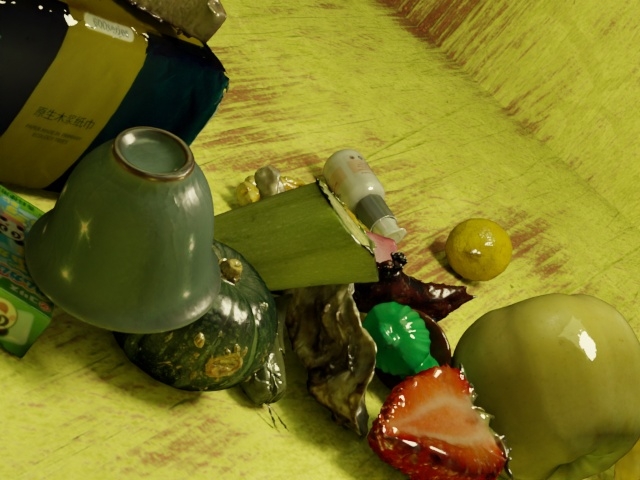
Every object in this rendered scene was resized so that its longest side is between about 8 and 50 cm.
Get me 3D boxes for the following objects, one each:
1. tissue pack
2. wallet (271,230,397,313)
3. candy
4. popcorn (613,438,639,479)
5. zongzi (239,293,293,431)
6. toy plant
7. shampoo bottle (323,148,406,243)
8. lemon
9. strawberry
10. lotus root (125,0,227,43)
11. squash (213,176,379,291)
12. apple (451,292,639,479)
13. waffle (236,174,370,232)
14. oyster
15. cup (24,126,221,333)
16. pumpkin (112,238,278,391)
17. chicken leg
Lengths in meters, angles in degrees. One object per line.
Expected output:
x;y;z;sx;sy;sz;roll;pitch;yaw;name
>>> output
-0.347;-0.217;1.683;0.416;0.253;0.264;9;36;-53;tissue pack
0.019;0.032;2.033;0.232;0.025;0.119;13;63;-39;wallet
-0.312;0.028;1.503;0.097;0.062;0.194;34;22;-19;candy
0.543;0.293;2.147;0.281;0.297;0.316;52;50;-12;popcorn
-0.042;0.134;1.715;0.130;0.062;0.154;-21;60;-36;zongzi
0.112;0.148;1.943;0.143;0.105;0.200;60;12;13;toy plant
0.070;-0.064;2.378;0.074;0.074;0.192;20;30;-45;shampoo bottle
0.266;0.016;2.510;0.109;0.109;0.133;48;20;20;lemon
0.132;0.250;1.794;0.174;0.098;0.228;55;30;9;strawberry
-0.230;-0.332;1.660;0.261;0.074;0.170;28;22;-31;lotus root
-0.081;-0.001;1.732;0.137;0.288;0.137;-7;90;-85;squash
0.302;0.192;1.967;0.262;0.262;0.262;35;20;-15;apple
0.001;-0.002;2.147;0.291;0.051;0.291;35;21;-16;waffle
-0.002;0.096;1.856;0.204;0.111;0.396;77;-6;-47;oyster
-0.177;-0.029;1.458;0.199;0.150;0.199;12;39;-10;cup
-0.134;0.076;1.596;0.190;0.146;0.190;17;44;-18;pumpkin
0.111;0.070;2.014;0.234;0.105;0.063;25;48;-46;chicken leg
